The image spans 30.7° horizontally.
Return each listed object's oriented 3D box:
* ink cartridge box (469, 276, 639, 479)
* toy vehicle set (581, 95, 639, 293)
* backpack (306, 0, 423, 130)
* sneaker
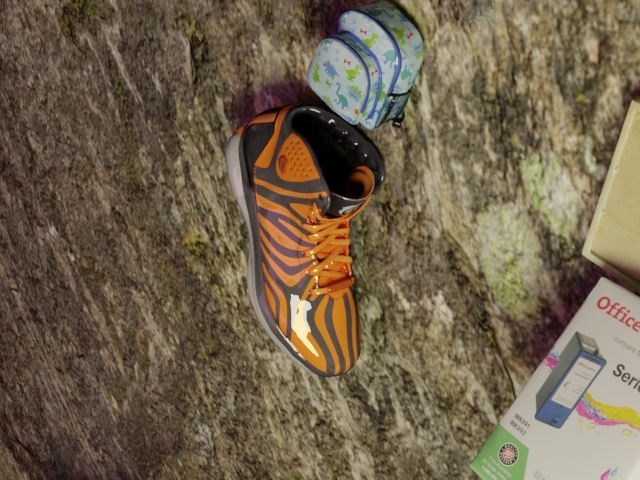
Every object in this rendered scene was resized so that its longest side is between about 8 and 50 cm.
[{"bbox_3d":[0.253,0.160,1.000,0.212,0.093,0.154,-54,35,2],"label":"ink cartridge box"},{"bbox_3d":[0.350,0.009,0.963,0.267,0.035,0.166,38,135,33],"label":"toy vehicle set"},{"bbox_3d":[0.047,-0.181,1.196,0.105,0.084,0.114,46,136,22],"label":"backpack"},{"bbox_3d":[0.000,0.000,1.315,0.180,0.125,0.321,-14,97,54],"label":"sneaker"}]
